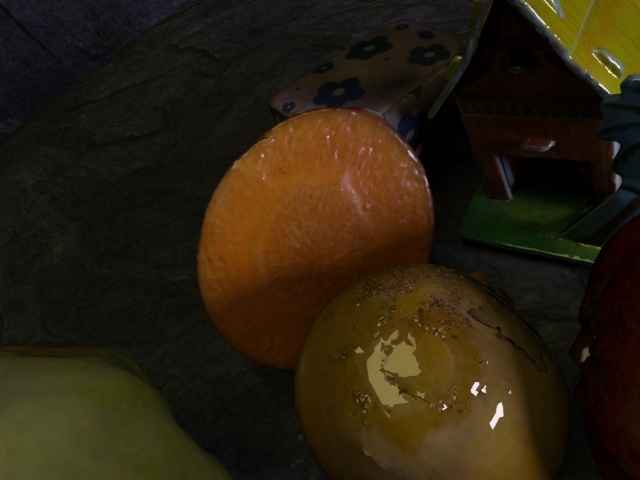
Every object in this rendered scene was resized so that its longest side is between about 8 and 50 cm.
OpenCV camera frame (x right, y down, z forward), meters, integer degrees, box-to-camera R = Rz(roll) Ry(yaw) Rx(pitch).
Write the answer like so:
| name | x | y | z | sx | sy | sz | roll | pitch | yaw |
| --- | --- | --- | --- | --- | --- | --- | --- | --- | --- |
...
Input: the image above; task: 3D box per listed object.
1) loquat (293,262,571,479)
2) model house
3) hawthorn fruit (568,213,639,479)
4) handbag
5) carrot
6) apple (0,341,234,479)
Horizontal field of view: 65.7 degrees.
| name | x | y | z | sx | sy | sz | roll | pitch | yaw |
| --- | --- | --- | --- | --- | --- | --- | --- | --- | --- |
| loquat | 0.088 | 0.132 | 0.436 | 0.235 | 0.235 | 0.235 | -18 | 47 | 20 |
| model house | 0.298 | -0.173 | 0.481 | 0.340 | 0.323 | 0.300 | 14 | 65 | 40 |
| hawthorn fruit | 0.331 | 0.099 | 0.319 | 0.300 | 0.254 | 0.254 | 12 | 61 | 21 |
| handbag | 0.084 | -0.153 | 0.682 | 0.251 | 0.193 | 0.190 | -38 | 48 | -15 |
| carrot | 0.000 | 0.000 | 0.562 | 0.100 | 0.258 | 0.307 | -99 | 28 | -71 |
| apple | -0.259 | 0.308 | 0.377 | 0.474 | 0.473 | 0.473 | -18 | 47 | 20 |
